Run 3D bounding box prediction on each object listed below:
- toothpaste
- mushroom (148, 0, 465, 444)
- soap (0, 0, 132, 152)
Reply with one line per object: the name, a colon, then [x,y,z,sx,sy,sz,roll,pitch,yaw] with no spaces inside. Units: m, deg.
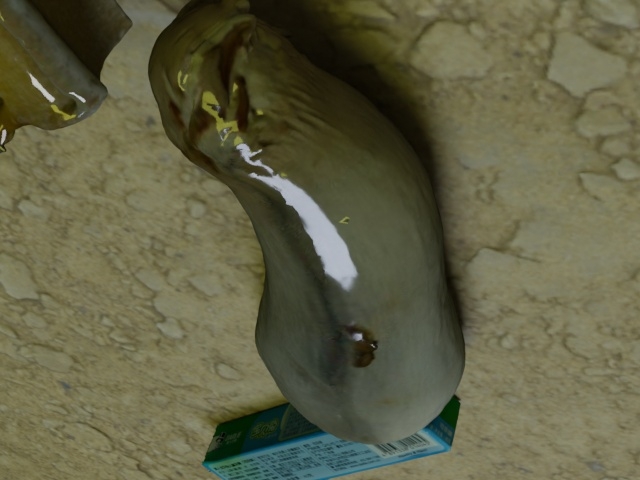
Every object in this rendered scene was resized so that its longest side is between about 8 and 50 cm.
toothpaste: [0.004,0.175,1.076,0.065,0.050,0.267,40,138,-27]
mushroom: [0.000,-0.001,0.799,0.177,0.126,0.397,15,147,19]
soap: [-0.282,-0.174,0.681,0.259,0.143,0.281,-4,137,34]
